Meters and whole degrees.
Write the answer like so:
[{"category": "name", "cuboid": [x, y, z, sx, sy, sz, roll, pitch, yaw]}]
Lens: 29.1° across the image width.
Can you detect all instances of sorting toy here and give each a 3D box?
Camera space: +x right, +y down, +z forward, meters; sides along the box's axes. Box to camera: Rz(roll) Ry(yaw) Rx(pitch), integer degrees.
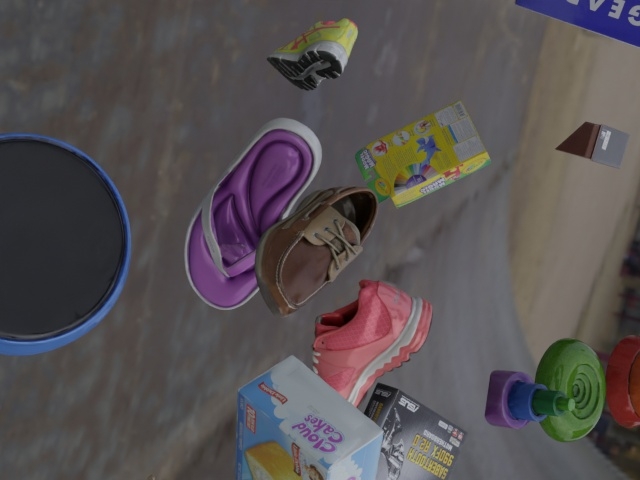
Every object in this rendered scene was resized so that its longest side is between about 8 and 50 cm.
[{"category": "sorting toy", "cuboid": [0.356, 0.182, 1.478, 0.365, 0.126, 0.127, 1, 89, -43]}]

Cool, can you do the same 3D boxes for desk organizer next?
[{"category": "desk organizer", "cuboid": [0.345, -0.124, 1.556, 0.130, 0.050, 0.047, 3, 104, -61]}]

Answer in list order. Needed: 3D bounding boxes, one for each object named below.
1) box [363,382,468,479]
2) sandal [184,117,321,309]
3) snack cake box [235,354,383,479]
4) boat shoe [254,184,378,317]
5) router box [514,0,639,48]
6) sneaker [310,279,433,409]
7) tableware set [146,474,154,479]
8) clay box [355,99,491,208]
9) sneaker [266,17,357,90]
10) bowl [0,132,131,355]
[{"category": "box", "cuboid": [0.145, 0.374, 2.145, 0.231, 0.056, 0.183, 37, 73, -42]}, {"category": "sandal", "cuboid": [-0.137, -0.034, 2.117, 0.416, 0.169, 0.102, -63, 180, 33]}, {"category": "snack cake box", "cuboid": [-0.020, 0.282, 1.458, 0.089, 0.152, 0.264, -30, 143, -32]}, {"category": "boat shoe", "cuboid": [0.000, 0.000, 1.868, 0.123, 0.116, 0.324, 58, 33, -19]}, {"category": "router box", "cuboid": [0.486, -0.355, 1.926, 0.301, 0.335, 0.082, -40, 150, -72]}, {"category": "sneaker", "cuboid": [0.030, 0.169, 1.865, 0.314, 0.136, 0.116, -49, -163, 28]}, {"category": "tableware set", "cuboid": [-0.294, 0.496, 2.037, 0.039, 0.128, 0.194, -18, 150, -53]}, {"category": "clay box", "cuboid": [0.184, -0.151, 2.249, 0.053, 0.222, 0.127, 51, 15, -59]}, {"category": "sneaker", "cuboid": [-0.005, -0.296, 1.914, 0.081, 0.208, 0.094, 39, 72, -27]}, {"category": "bowl", "cuboid": [-0.513, 0.001, 2.120, 0.077, 0.391, 0.391, -21, -133, 66]}]
